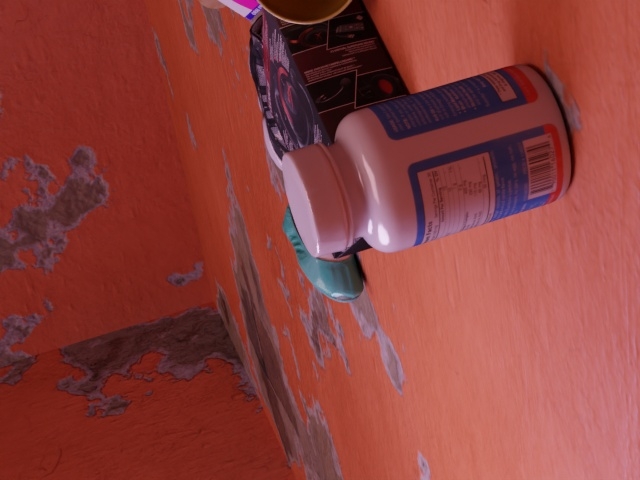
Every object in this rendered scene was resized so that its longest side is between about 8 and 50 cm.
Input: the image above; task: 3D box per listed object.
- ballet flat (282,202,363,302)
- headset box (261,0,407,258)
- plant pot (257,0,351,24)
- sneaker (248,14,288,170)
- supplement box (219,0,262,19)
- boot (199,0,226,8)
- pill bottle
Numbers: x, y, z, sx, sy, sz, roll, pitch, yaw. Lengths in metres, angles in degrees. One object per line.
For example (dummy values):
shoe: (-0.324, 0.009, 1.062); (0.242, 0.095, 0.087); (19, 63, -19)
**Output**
ballet flat: (0.000, 0.000, 2.088); (0.247, 0.083, 0.087); (-126, 36, -55)
headset box: (0.016, -0.163, 1.654); (0.218, 0.110, 0.293); (89, 161, -55)
plant pot: (-0.013, -0.325, 1.567); (0.095, 0.134, 0.134); (-72, -27, -62)
sneaker: (-0.041, -0.212, 1.891); (0.153, 0.101, 0.269); (87, 165, -61)
supplement box: (-0.132, -0.386, 1.671); (0.111, 0.220, 0.114); (-31, 35, 51)
boot: (-0.183, -0.540, 2.175); (0.211, 0.104, 0.295); (-111, 15, -50)
pill bottle: (0.085, -0.062, 1.150); (0.124, 0.221, 0.124); (164, 90, -80)
